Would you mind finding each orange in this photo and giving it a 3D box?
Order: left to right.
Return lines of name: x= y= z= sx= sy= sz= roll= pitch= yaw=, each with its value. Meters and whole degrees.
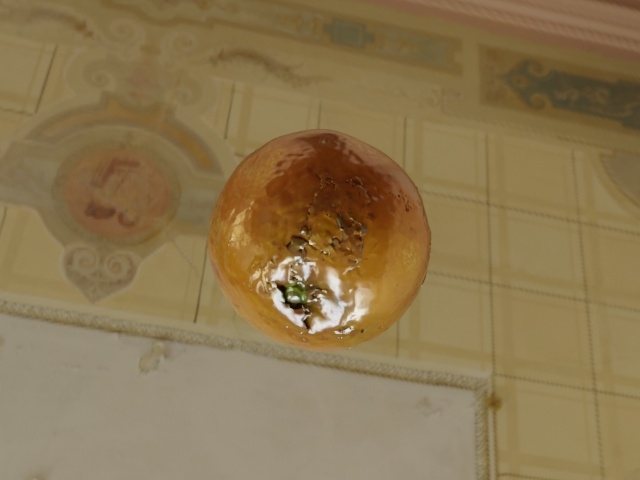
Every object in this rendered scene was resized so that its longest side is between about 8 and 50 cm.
orange: x=0.000 y=0.000 z=0.988 sx=0.246 sy=0.246 sz=0.246 roll=6 pitch=-121 yaw=-11
